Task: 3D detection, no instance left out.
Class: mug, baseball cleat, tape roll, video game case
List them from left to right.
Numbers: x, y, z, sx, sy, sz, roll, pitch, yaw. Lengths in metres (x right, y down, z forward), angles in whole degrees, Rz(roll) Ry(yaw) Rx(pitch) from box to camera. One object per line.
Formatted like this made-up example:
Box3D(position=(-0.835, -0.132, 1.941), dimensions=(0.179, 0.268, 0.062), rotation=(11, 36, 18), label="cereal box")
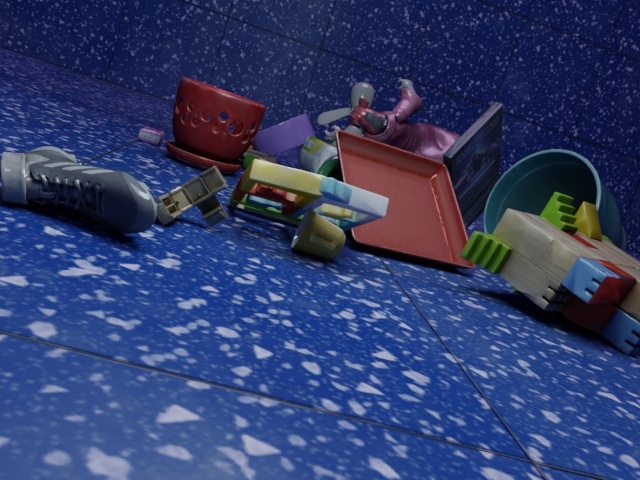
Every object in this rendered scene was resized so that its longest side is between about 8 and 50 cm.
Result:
Box3D(position=(-0.274, -0.049, 0.673), dimensions=(0.206, 0.072, 0.109), rotation=(20, 24, 31), label="baseball cleat")
Box3D(position=(-0.114, -0.307, 1.842), dimensions=(0.189, 0.080, 0.189), rotation=(-21, 12, 5), label="tape roll")
Box3D(position=(-0.001, 0.001, 0.872), dimensions=(0.064, 0.062, 0.078), rotation=(25, 38, -10), label="mug")
Box3D(position=(0.338, -0.142, 1.377), dimensions=(0.026, 0.196, 0.274), rotation=(30, -28, 33), label="video game case")

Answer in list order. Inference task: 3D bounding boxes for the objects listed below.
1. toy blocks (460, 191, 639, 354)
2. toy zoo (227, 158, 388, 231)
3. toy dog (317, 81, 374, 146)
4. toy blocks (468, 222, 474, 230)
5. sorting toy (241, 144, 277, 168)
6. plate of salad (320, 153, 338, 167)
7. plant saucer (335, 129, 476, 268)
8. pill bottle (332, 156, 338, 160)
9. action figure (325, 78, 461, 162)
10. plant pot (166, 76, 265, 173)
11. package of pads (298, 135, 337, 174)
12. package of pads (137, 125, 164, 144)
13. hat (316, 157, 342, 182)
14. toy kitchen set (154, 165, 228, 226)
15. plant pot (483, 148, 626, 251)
Box3D(position=(0.447, 0.072, 0.995), dimensions=(0.381, 0.190, 0.261), rotation=(9, 25, -40), label="toy blocks")
Box3D(position=(-0.025, -0.059, 0.913), dimensions=(0.192, 0.030, 0.293), rotation=(15, -9, -13), label="toy zoo")
Box3D(position=(0.078, -0.299, 1.897), dimensions=(0.220, 0.333, 0.161), rotation=(41, -13, -16), label="toy dog")
Box3D(position=(0.345, -0.063, 1.715), dimensions=(0.148, 0.054, 0.123), rotation=(23, 11, 21), label="toy blocks")
Box3D(position=(-0.214, -0.226, 1.641), dimensions=(0.196, 0.047, 0.347), rotation=(22, 11, -2), label="sorting toy")
Box3D(position=(0.097, -0.152, 1.497), dimensions=(0.200, 0.048, 0.199), rotation=(11, -32, 7), label="plate of salad")
Box3D(position=(0.143, -0.066, 1.141), dimensions=(0.259, 0.047, 0.259), rotation=(13, 50, -26), label="plant saucer")
Box3D(position=(0.102, -0.110, 1.403), dimensions=(0.187, 0.112, 0.112), rotation=(18, 11, 1), label="pill bottle")
Box3D(position=(0.190, -0.240, 1.562), dimensions=(0.370, 0.248, 0.275), rotation=(17, 39, -49), label="action figure")
Box3D(position=(-0.233, -0.245, 1.363), dimensions=(0.191, 0.174, 0.191), rotation=(17, 11, -3), label="plant pot")
Box3D(position=(0.100, -0.170, 1.670), dimensions=(0.297, 0.101, 0.229), rotation=(22, 9, -19), label="package of pads")
Box3D(position=(-0.403, -0.251, 1.488), dimensions=(0.050, 0.032, 0.083), rotation=(19, 11, -11), label="package of pads")
Box3D(position=(0.038, -0.045, 1.221), dimensions=(0.173, 0.183, 0.208), rotation=(49, 44, 8), label="hat")
Box3D(position=(-0.159, -0.045, 0.807), dimensions=(0.068, 0.083, 0.075), rotation=(59, 7, -9), label="toy kitchen set")
Box3D(position=(0.561, -0.030, 1.425), dimensions=(0.255, 0.271, 0.272), rotation=(28, 4, -36), label="plant pot")
